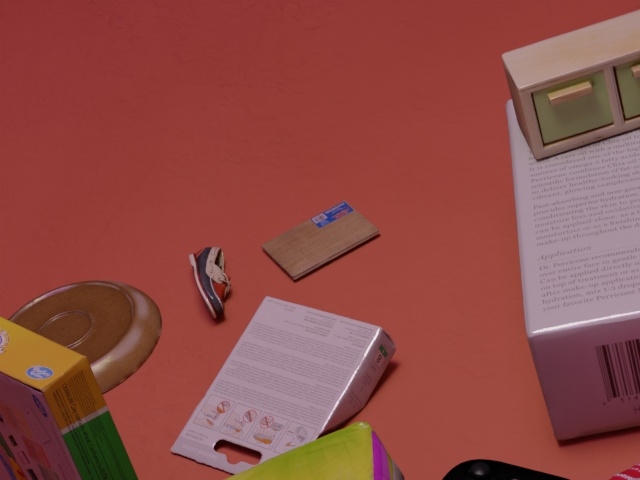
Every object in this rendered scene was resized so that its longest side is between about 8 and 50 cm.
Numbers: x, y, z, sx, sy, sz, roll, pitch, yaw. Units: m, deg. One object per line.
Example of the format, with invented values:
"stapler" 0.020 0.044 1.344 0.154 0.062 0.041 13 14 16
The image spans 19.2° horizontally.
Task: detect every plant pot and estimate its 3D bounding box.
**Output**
"plant pot" -0.316 0.122 2.370 0.236 0.032 0.236 -12 36 9

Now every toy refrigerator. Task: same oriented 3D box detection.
"toy refrigerator" 0.353 -0.190 2.142 0.269 0.102 0.094 -17 35 1

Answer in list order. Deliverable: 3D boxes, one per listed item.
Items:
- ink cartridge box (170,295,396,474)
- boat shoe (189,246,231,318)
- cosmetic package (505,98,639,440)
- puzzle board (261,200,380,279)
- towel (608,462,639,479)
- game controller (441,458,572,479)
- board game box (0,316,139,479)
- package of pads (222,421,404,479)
"ink cartridge box" -0.041 0.181 2.164 0.181 0.056 0.224 14 65 38
"boat shoe" -0.134 0.050 2.372 0.043 0.049 0.137 -18 30 -2
"cosmetic package" 0.342 0.001 2.114 0.230 0.161 0.453 -11 36 11
"puzzle board" 0.000 0.000 2.407 0.128 0.011 0.096 -28 35 -14
"towel" 0.365 0.206 1.812 0.275 0.031 0.199 -24 -3 -24
"game controller" 0.150 0.339 1.827 0.166 0.067 0.319 4 42 30
"board game box" -0.343 0.191 2.106 0.316 0.242 0.064 20 49 41
"package of pads" -0.056 0.320 1.863 0.296 0.101 0.229 -25 29 14
